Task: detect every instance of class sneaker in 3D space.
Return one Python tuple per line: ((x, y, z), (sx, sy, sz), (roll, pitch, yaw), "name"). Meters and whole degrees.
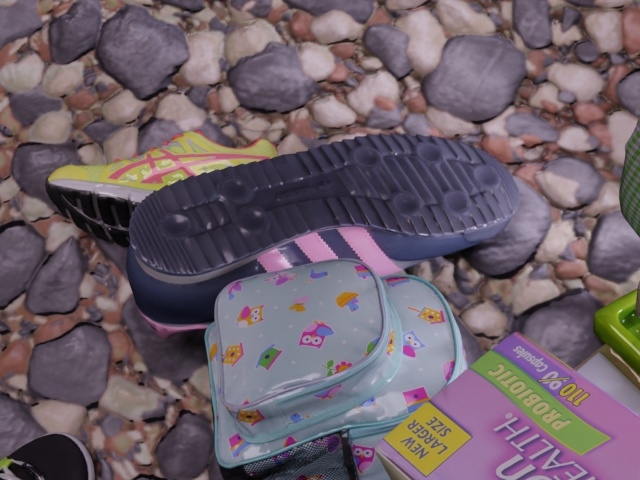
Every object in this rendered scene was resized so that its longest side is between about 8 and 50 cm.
((-0.249, 0.213, 1.000), (0.084, 0.097, 0.234), (26, 47, 20), "sneaker")
((0.000, 0.000, 1.090), (0.319, 0.131, 0.112), (-9, 55, -17), "sneaker")
((-0.128, -0.051, 1.162), (0.208, 0.081, 0.094), (4, 62, 4), "sneaker")

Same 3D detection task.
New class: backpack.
((0.015, 0.098, 0.978), (0.188, 0.144, 0.166), (-10, 38, 0), "backpack")

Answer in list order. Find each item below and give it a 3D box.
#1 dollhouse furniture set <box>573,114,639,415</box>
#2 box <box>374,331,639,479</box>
((0.226, 0.075, 0.870), (0.151, 0.301, 0.197), (-38, 62, -11), "dollhouse furniture set")
((0.172, 0.211, 0.807), (0.117, 0.243, 0.213), (-38, 38, -13), "box")
